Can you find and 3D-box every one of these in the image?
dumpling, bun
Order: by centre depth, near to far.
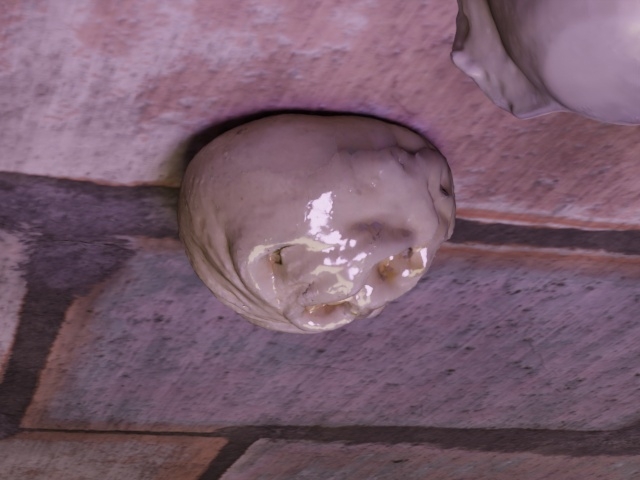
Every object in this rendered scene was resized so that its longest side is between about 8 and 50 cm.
[{"bbox_3d":[0.160,-0.156,0.696,0.258,0.193,0.147,-9,-163,40],"label":"dumpling"},{"bbox_3d":[0.000,0.000,1.069,0.231,0.133,0.231,-4,155,-2],"label":"bun"}]
